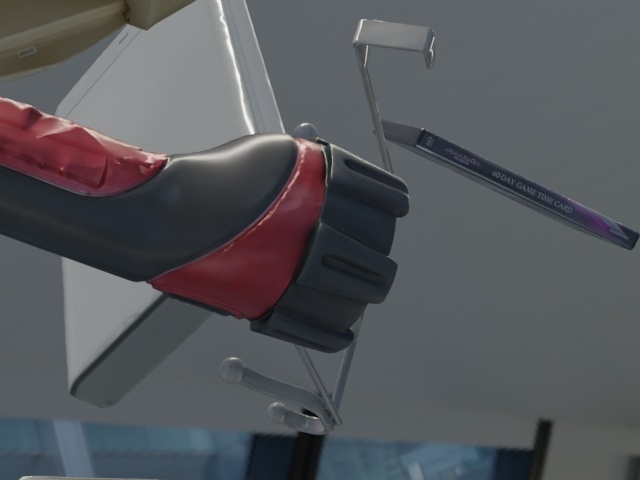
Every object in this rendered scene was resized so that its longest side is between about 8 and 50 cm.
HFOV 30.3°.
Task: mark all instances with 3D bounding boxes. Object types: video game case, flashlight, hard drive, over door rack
[{"bbox_3d":[0.205,-0.067,1.345,0.274,0.026,0.196,25,4,-14],"label":"video game case"},{"bbox_3d":[-0.111,-0.041,0.538,0.304,0.103,0.103,23,-51,-19],"label":"flashlight"},{"bbox_3d":[-0.131,-0.068,0.961,0.047,0.353,0.233,30,-62,-35],"label":"hard drive"},{"bbox_3d":[0.000,0.000,0.932,0.108,0.239,0.324,14,-22,4],"label":"over door rack"}]

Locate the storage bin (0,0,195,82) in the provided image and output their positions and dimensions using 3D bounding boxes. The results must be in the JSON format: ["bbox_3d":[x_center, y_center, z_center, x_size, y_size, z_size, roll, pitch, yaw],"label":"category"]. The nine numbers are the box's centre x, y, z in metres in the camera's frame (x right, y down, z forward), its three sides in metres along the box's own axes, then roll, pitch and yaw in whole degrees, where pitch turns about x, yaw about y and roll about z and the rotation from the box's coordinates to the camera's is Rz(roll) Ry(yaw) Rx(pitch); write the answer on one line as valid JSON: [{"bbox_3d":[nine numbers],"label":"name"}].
[{"bbox_3d":[-0.105,-0.194,0.245,0.123,0.260,0.262,-36,-6,-21],"label":"storage bin"}]

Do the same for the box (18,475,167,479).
[{"bbox_3d":[-0.136,0.198,0.674,0.102,0.087,0.101,9,-47,-32],"label":"box"}]
